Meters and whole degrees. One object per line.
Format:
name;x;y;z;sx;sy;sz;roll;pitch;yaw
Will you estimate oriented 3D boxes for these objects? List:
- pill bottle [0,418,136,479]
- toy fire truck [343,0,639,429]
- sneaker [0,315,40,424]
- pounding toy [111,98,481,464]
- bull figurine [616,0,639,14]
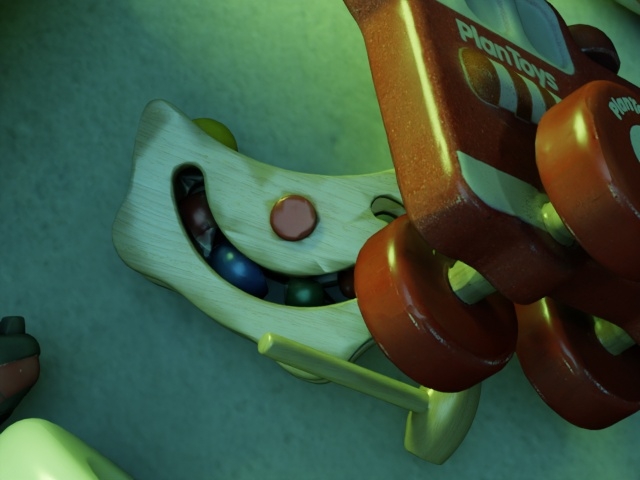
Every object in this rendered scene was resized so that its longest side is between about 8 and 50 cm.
pill bottle;-0.209;0.316;0.765;0.229;0.229;0.408;40;83;9
toy fire truck;0.143;-0.047;0.820;0.169;0.302;0.254;-36;51;36
sneaker;-0.269;0.158;0.862;0.276;0.097;0.135;-35;81;2
pounding toy;0.000;0.000;0.857;0.269;0.155;0.154;32;85;6
bull figurine;0.262;-0.189;0.908;0.188;0.101;0.310;-43;79;-2
